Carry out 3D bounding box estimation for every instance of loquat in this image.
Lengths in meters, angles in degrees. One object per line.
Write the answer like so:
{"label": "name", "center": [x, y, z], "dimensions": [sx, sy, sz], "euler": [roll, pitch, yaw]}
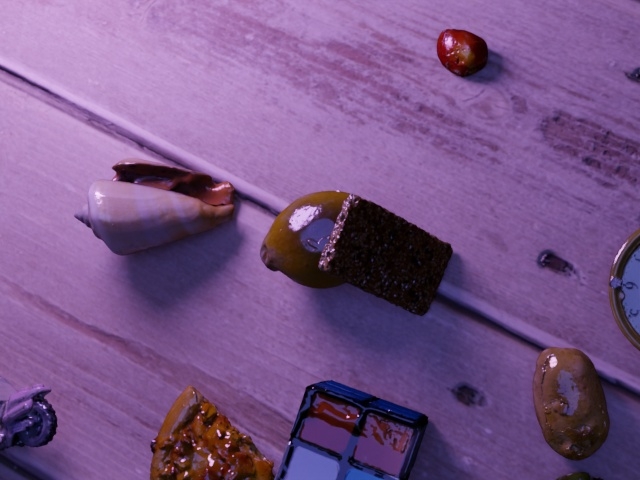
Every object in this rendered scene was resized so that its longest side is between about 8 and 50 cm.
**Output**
{"label": "loquat", "center": [0.000, 0.000, 1.500], "dimensions": [0.195, 0.152, 0.152], "euler": [-12, 80, -4]}

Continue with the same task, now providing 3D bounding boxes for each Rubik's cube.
{"label": "Rubik's cube", "center": [0.048, 0.321, 1.434], "dimensions": [0.183, 0.167, 0.180], "euler": [17, 87, 13]}

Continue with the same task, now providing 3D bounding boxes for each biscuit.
{"label": "biscuit", "center": [0.105, 0.026, 1.458], "dimensions": [0.025, 0.231, 0.131], "euler": [16, 83, 54]}

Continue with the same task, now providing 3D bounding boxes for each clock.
{"label": "clock", "center": [0.551, 0.076, 1.439], "dimensions": [0.237, 0.057, 0.237], "euler": [-1, 84, 10]}

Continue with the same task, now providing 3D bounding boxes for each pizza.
{"label": "pizza", "center": [-0.161, 0.394, 1.504], "dimensions": [0.226, 0.086, 0.335], "euler": [-5, 80, 11]}

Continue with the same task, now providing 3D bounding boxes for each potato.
{"label": "potato", "center": [0.375, 0.244, 1.435], "dimensions": [0.107, 0.080, 0.170], "euler": [-4, 80, -4]}

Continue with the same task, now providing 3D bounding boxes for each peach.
{"label": "peach", "center": [0.229, -0.312, 1.552], "dimensions": [0.077, 0.050, 0.083], "euler": [-31, 75, 3]}

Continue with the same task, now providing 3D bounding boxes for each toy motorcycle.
{"label": "toy motorcycle", "center": [-0.545, 0.256, 1.575], "dimensions": [0.239, 0.108, 0.204], "euler": [-14, 80, 7]}

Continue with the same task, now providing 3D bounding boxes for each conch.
{"label": "conch", "center": [-0.275, -0.043, 1.581], "dimensions": [0.255, 0.127, 0.158], "euler": [6, 52, -11]}

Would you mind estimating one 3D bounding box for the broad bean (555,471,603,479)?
{"label": "broad bean", "center": [0.347, 0.424, 1.431], "dimensions": [0.061, 0.046, 0.195], "euler": [33, 87, 15]}
